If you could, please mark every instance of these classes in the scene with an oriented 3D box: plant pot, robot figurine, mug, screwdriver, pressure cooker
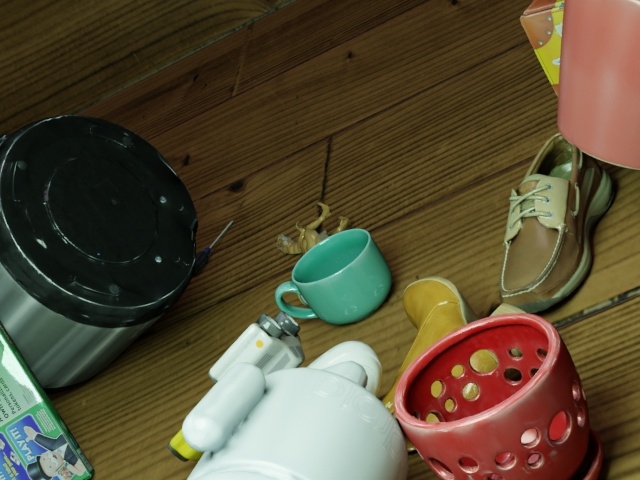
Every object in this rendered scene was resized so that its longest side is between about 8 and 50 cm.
[{"bbox_3d":[0.439,-0.241,2.005,0.275,0.243,0.275,7,28,-4],"label":"plant pot"},{"bbox_3d":[0.198,0.197,1.583,0.191,0.174,0.191,-27,23,12],"label":"plant pot"},{"bbox_3d":[-0.034,0.266,1.521,0.200,0.300,0.353,-25,19,32],"label":"robot figurine"},{"bbox_3d":[0.028,0.062,2.174,0.158,0.097,0.129,-11,31,42],"label":"mug"},{"bbox_3d":[-0.193,0.006,2.663,0.024,0.025,0.170,-15,29,34],"label":"screwdriver"},{"bbox_3d":[-0.435,0.048,2.389,0.420,0.370,0.375,-41,51,47],"label":"pressure cooker"}]

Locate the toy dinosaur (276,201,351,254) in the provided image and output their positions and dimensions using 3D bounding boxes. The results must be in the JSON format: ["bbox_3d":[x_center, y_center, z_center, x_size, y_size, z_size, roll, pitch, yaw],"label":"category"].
[{"bbox_3d":[0.000,0.000,2.406,0.112,0.064,0.211,-55,19,-15],"label":"toy dinosaur"}]

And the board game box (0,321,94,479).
[{"bbox_3d":[-0.501,0.259,2.168,0.213,0.317,0.046,-32,1,0],"label":"board game box"}]

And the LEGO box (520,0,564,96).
[{"bbox_3d":[0.613,-0.405,2.261,0.500,0.193,0.372,-8,32,43],"label":"LEGO box"}]

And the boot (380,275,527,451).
[{"bbox_3d":[0.125,0.155,1.862,0.211,0.104,0.295,-45,22,-16],"label":"boot"}]

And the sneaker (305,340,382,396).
[{"bbox_3d":[-0.011,0.266,1.762,0.292,0.108,0.169,-52,24,7],"label":"sneaker"}]

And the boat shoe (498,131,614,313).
[{"bbox_3d":[0.294,-0.030,1.994,0.122,0.120,0.324,-17,27,32],"label":"boat shoe"}]

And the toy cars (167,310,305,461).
[{"bbox_3d":[-0.092,0.204,1.892,0.176,0.087,0.394,-41,-11,-34],"label":"toy cars"}]

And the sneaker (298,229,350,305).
[{"bbox_3d":[0.025,0.043,2.279,0.059,0.053,0.144,-4,44,49],"label":"sneaker"}]
